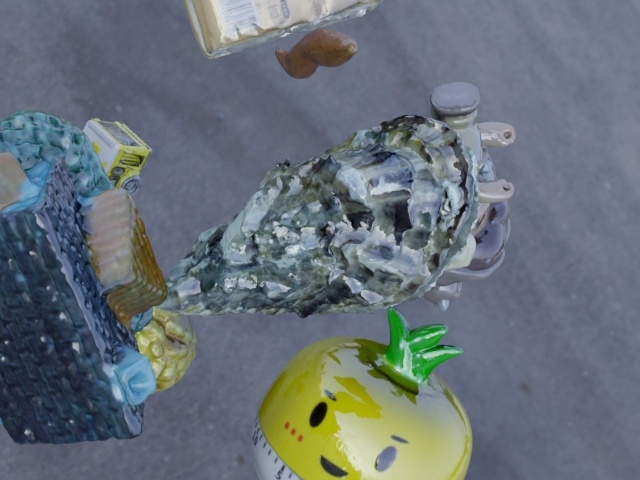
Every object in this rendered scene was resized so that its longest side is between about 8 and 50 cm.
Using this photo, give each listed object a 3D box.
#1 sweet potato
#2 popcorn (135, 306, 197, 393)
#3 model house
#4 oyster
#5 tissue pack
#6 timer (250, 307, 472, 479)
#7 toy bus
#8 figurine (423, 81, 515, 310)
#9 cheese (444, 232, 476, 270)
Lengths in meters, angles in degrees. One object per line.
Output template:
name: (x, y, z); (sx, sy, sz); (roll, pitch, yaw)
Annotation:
sweet potato: (-0.002, -0.254, 1.665); (0.058, 0.202, 0.055); (-42, 107, -23)
popcorn: (-0.279, 0.123, 1.799); (0.218, 0.169, 0.189); (51, 5, -15)
model house: (-0.230, 0.030, 1.131); (0.226, 0.241, 0.261); (-32, 115, -27)
oyster: (-0.005, -0.001, 1.219); (0.158, 0.351, 0.162); (54, 18, -53)
tissue pack: (-0.057, -0.298, 1.162); (0.090, 0.186, 0.222); (179, -108, -85)
timer: (0.071, 0.201, 1.473); (0.285, 0.285, 0.285); (32, 38, -29)
toy bus: (-0.301, -0.044, 1.567); (0.081, 0.226, 0.074); (44, 20, 31)
figurine: (0.181, -0.073, 1.817); (0.380, 0.203, 0.248); (81, 17, -60)
cheese: (0.093, -0.002, 1.337); (0.065, 0.194, 0.043); (-13, 104, -27)
